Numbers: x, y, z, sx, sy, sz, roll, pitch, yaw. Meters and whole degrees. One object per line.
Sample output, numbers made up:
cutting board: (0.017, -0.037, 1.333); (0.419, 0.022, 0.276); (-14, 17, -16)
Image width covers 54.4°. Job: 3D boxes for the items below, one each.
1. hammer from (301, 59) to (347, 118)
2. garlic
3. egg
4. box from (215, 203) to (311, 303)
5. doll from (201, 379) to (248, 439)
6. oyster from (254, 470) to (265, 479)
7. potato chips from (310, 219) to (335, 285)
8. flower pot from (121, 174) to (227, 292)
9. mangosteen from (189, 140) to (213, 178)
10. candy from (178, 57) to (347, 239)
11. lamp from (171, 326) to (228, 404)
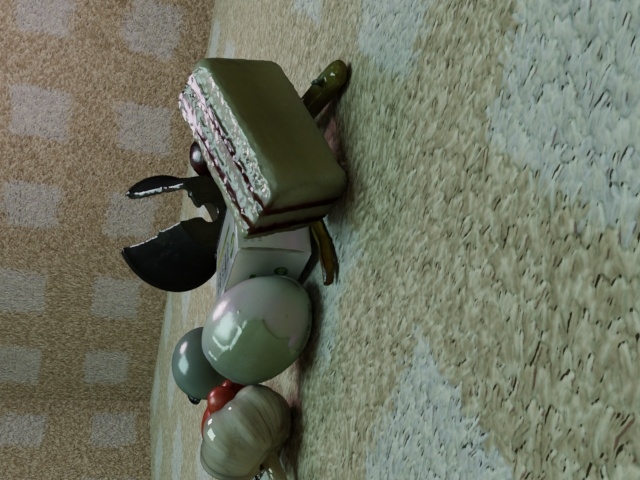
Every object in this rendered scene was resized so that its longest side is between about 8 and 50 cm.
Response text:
hammer: (-0.034, -0.243, 1.205); (0.305, 0.113, 0.202); (-37, 52, 54)
garlic: (-0.107, 0.394, 1.147); (0.226, 0.199, 0.199); (43, 132, 27)
egg: (-0.109, 0.155, 1.147); (0.217, 0.183, 0.183); (-50, 28, 12)
box: (-0.130, 0.025, 1.270); (0.333, 0.145, 0.173); (118, 153, -56)
doll: (-0.194, 0.399, 1.366); (0.161, 0.129, 0.291); (-62, -19, -45)
oyster: (-0.122, 0.438, 1.321); (0.086, 0.029, 0.132); (113, 161, -45)
potato chips: (0.000, 0.000, 1.117); (0.204, 0.026, 0.037); (-107, 23, -49)
flower pot: (-0.387, -0.050, 1.885); (0.251, 0.379, 0.380); (-23, 60, 45)
mangosteen: (-0.325, -0.275, 1.971); (0.184, 0.172, 0.173); (-37, 44, 29)
candy: (-0.102, -0.170, 1.078); (0.135, 0.179, 0.321); (-47, 61, 40)
lamp: (-0.283, 0.311, 1.635); (0.243, 0.197, 0.198); (-33, 49, 37)
